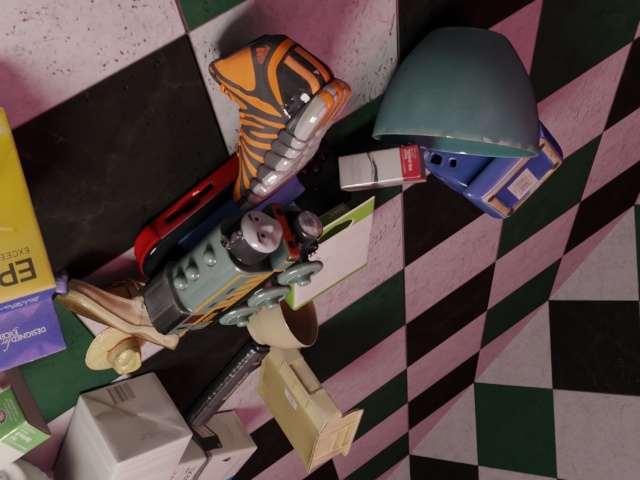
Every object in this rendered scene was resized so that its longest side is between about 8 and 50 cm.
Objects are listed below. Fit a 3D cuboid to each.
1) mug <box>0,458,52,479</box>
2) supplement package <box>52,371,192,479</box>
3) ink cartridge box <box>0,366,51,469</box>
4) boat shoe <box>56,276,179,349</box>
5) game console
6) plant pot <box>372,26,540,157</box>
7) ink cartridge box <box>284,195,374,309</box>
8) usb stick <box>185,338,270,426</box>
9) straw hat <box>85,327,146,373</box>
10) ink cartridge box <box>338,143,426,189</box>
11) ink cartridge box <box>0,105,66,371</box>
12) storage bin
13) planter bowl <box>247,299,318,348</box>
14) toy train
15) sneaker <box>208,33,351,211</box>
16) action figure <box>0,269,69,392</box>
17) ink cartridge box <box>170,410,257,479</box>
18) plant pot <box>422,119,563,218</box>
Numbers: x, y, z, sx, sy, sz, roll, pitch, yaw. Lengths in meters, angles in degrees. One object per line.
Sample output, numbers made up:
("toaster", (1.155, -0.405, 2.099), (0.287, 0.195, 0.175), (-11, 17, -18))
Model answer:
("mug", (-0.560, 0.580, 1.455), (0.276, 0.374, 0.328), (-58, 159, -44))
("supplement package", (-0.420, 0.449, 1.620), (0.177, 0.175, 0.293), (-12, 141, -43))
("ink cartridge box", (-0.560, 0.296, 1.213), (0.212, 0.154, 0.093), (-34, 153, -8))
("boat shoe", (-0.331, 0.108, 1.335), (0.302, 0.109, 0.098), (41, 68, -59))
("game console", (-0.125, -0.032, 1.413), (0.386, 0.060, 0.342), (-39, 151, -2))
("plant pot", (0.247, -0.260, 1.355), (0.290, 0.290, 0.196), (4, 95, -52))
("ink cartridge box", (0.000, 0.000, 1.489), (0.188, 0.097, 0.255), (-32, 155, -19))
("usb stick", (-0.220, 0.338, 1.839), (0.278, 0.045, 0.077), (-49, 149, 16))
("straw hat", (-0.370, 0.219, 1.474), (0.144, 0.061, 0.144), (-29, 149, -19))
("ink cartridge box", (0.116, -0.133, 1.449), (0.150, 0.063, 0.109), (-7, 179, 13))
("ink cartridge box", (-0.468, 0.031, 0.868), (0.303, 0.307, 0.072), (-19, -172, -29))
("storage bin", (-0.032, 0.390, 1.911), (0.123, 0.262, 0.260), (-22, 147, -26))
("planter bowl", (-0.091, 0.162, 1.650), (0.109, 0.162, 0.162), (-22, 158, 23))
("toy train", (-0.142, 0.051, 1.255), (0.190, 0.142, 0.334), (-4, 157, -45))
("sneaker", (-0.089, -0.184, 1.148), (0.124, 0.180, 0.321), (-43, 175, -42))
("action figure", (-0.518, 0.045, 1.016), (0.341, 0.178, 0.330), (17, 117, -23))
("ink cartridge box", (-0.343, 0.553, 1.908), (0.307, 0.129, 0.223), (7, 128, -53))
("plant pot", (0.350, -0.186, 1.601), (0.236, 0.212, 0.236), (-47, 151, 12))
